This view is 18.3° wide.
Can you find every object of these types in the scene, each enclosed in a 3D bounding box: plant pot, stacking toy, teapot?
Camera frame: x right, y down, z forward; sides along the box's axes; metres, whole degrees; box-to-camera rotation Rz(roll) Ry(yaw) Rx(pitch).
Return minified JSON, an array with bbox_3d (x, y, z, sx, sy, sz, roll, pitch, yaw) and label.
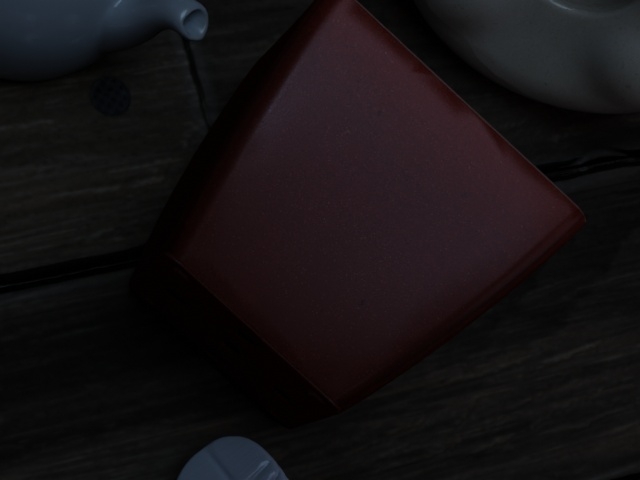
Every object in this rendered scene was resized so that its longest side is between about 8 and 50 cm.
[{"bbox_3d":[0.000,0.000,1.580,0.267,0.267,0.236,43,73,-5],"label":"plant pot"},{"bbox_3d":[0.287,-0.383,1.841,0.350,0.350,0.480,32,47,-11],"label":"stacking toy"},{"bbox_3d":[-0.233,-0.266,1.597,0.256,0.187,0.252,5,69,-22],"label":"teapot"}]

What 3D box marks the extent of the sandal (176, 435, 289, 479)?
[{"bbox_3d":[-0.025,0.279,1.554,0.102,0.076,0.265,-34,75,-7],"label":"sandal"}]
